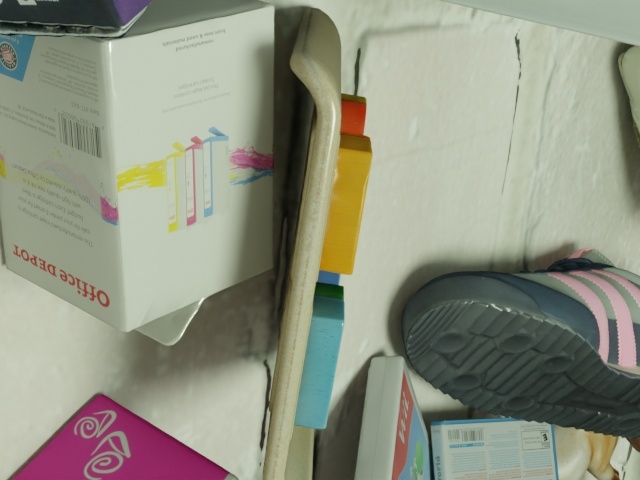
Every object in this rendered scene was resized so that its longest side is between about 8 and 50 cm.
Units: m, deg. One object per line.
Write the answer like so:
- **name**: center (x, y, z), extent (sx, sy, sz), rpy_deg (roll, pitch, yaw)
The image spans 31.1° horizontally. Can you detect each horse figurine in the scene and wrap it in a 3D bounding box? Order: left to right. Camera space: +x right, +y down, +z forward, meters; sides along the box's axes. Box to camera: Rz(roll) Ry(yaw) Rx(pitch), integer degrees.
- **horse figurine**: center (0.197, 0.198, 0.940), extent (0.263, 0.066, 0.174), rpy_deg (-28, 115, -32)

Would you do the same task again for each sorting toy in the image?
- **sorting toy**: center (0.000, 0.000, 0.569), extent (0.193, 0.038, 0.208), rpy_deg (-86, -179, -72)

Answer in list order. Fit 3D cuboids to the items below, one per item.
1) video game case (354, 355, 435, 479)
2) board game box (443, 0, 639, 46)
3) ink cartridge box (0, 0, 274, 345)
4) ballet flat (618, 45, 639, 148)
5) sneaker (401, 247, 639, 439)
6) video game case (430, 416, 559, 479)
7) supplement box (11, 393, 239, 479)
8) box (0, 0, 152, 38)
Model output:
- **video game case**: center (0.067, 0.246, 0.772), extent (0.204, 0.025, 0.285), rpy_deg (-79, 156, -47)
- **board game box**: center (0.134, -0.263, 0.395), extent (0.050, 0.390, 0.390), rpy_deg (-48, 149, -53)
- **ink cartridge box**: center (-0.082, -0.035, 0.507), extent (0.090, 0.092, 0.143), rpy_deg (-23, 125, -41)
- **ballet flat**: center (0.284, -0.165, 0.858), extent (0.123, 0.123, 0.349), rpy_deg (-9, 114, -46)
- **sneaker**: center (0.175, 0.059, 0.851), extent (0.319, 0.131, 0.112), rpy_deg (20, 135, -37)
- **video game case**: center (0.130, 0.210, 0.820), extent (0.119, 0.015, 0.166), rpy_deg (5, 76, -39)
- **supplement box**: center (-0.079, 0.203, 0.605), extent (0.114, 0.111, 0.220), rpy_deg (-46, 136, -24)
- **box**: center (-0.099, -0.195, 0.375), extent (0.153, 0.108, 0.207), rpy_deg (-57, 143, -36)
